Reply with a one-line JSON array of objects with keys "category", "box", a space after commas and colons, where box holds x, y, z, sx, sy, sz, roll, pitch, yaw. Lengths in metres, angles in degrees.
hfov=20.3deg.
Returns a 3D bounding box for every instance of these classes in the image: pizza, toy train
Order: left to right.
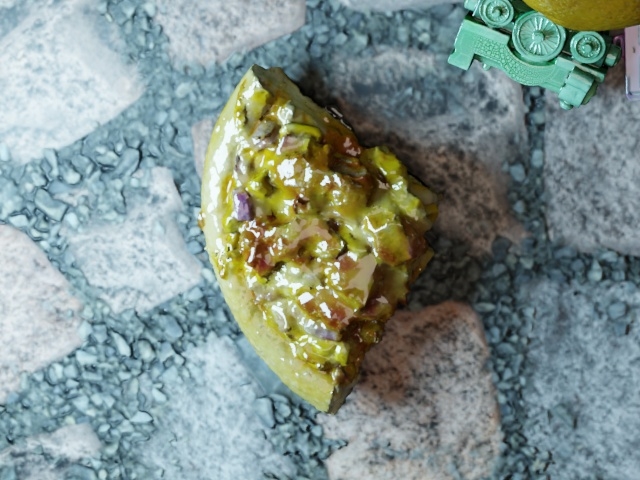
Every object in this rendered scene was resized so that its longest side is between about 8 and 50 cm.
[{"category": "pizza", "box": [0.000, 0.000, 2.003, 0.277, 0.114, 0.409, -3, 107, 16]}, {"category": "toy train", "box": [0.231, -0.209, 1.921, 0.178, 0.071, 0.105, 23, 115, 5]}]

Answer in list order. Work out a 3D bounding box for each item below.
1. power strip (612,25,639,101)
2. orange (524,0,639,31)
[{"category": "power strip", "box": [0.451, -0.207, 1.898, 0.279, 0.037, 0.109, -1, 104, 10]}, {"category": "orange", "box": [0.287, -0.331, 1.781, 0.264, 0.264, 0.264, 3, 105, 9]}]
